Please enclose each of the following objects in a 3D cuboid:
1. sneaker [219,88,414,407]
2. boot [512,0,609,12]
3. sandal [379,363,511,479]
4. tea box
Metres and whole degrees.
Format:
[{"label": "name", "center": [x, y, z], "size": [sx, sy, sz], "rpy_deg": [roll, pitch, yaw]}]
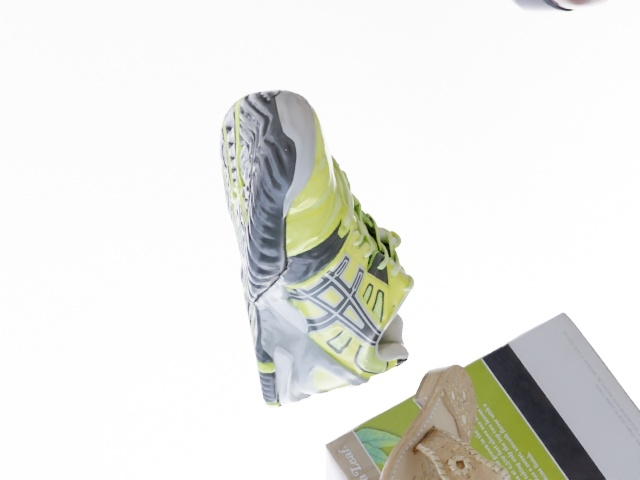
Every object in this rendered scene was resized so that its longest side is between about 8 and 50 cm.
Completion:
[{"label": "sneaker", "center": [0.000, 0.000, 1.404], "size": [0.384, 0.147, 0.145], "rpy_deg": [85, 173, -56]}, {"label": "boot", "center": [0.231, -0.287, 1.402], "size": [0.264, 0.280, 0.096], "rpy_deg": [42, -118, -34]}, {"label": "sandal", "center": [0.105, 0.171, 1.227], "size": [0.088, 0.079, 0.240], "rpy_deg": [62, -152, -26]}, {"label": "tea box", "center": [0.191, 0.303, 1.876], "size": [0.323, 0.329, 0.220], "rpy_deg": [-27, -116, -13]}]
